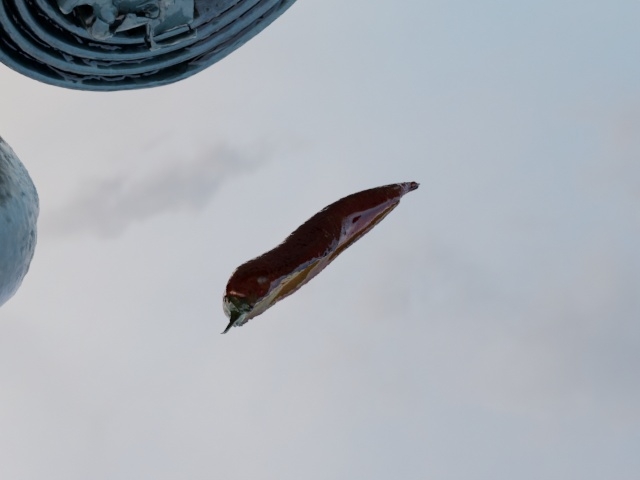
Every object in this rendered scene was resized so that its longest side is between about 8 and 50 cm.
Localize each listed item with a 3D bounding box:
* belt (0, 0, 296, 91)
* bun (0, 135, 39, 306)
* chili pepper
[{"bbox_3d":[-0.064,-0.187,0.536,0.267,0.206,0.116,-42,-118,16],"label":"belt"},{"bbox_3d":[-0.387,-0.019,0.879,0.355,0.194,0.354,-7,-165,2],"label":"bun"},{"bbox_3d":[0.000,0.000,0.659,0.178,0.027,0.045,-35,167,-33],"label":"chili pepper"}]
